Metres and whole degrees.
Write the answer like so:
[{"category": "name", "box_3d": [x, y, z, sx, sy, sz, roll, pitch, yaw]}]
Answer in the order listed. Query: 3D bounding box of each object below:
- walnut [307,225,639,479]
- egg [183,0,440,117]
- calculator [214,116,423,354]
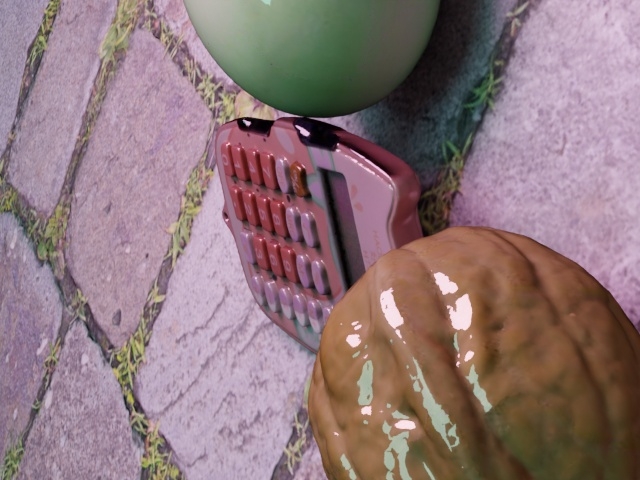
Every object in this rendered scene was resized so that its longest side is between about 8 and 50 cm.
[{"category": "walnut", "box_3d": [0.105, 0.113, 0.826, 0.225, 0.225, 0.261, -54, 40, 32]}, {"category": "egg", "box_3d": [-0.008, -0.228, 1.076, 0.220, 0.220, 0.269, -46, 51, 38]}, {"category": "calculator", "box_3d": [0.000, 0.000, 1.078, 0.330, 0.048, 0.220, 18, 126, 56]}]
